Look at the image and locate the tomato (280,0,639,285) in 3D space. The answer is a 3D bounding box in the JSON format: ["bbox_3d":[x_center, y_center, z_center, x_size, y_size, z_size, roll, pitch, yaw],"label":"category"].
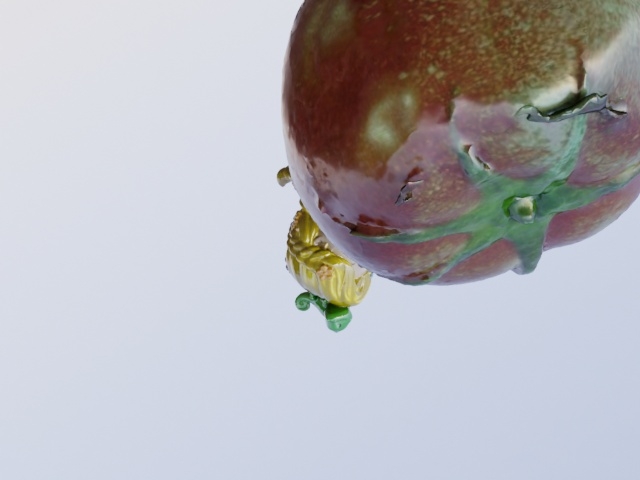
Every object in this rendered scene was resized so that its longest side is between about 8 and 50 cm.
[{"bbox_3d":[0.114,-0.115,1.311,0.303,0.303,0.239,-22,-117,4],"label":"tomato"}]

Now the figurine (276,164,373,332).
[{"bbox_3d":[0.000,0.000,1.607,0.115,0.156,0.095,24,-148,35],"label":"figurine"}]
